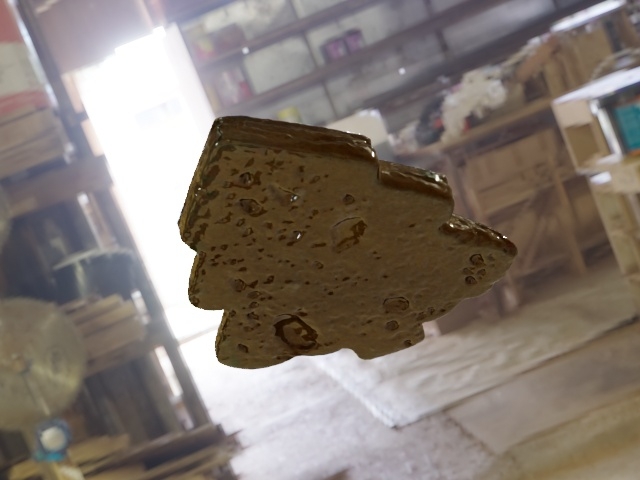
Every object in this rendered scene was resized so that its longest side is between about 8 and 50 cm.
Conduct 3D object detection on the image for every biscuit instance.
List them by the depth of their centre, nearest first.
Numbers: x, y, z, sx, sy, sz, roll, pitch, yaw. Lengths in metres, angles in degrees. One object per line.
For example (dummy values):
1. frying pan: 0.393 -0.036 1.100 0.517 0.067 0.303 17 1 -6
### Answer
1. biscuit: 0.000 0.000 0.386 0.119 0.130 0.019 -20 47 15
